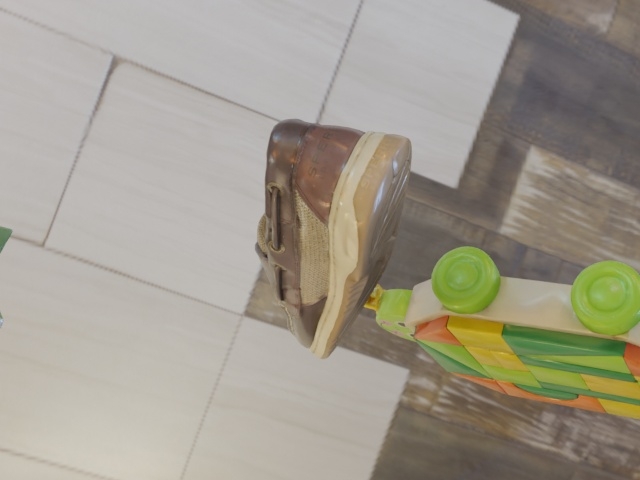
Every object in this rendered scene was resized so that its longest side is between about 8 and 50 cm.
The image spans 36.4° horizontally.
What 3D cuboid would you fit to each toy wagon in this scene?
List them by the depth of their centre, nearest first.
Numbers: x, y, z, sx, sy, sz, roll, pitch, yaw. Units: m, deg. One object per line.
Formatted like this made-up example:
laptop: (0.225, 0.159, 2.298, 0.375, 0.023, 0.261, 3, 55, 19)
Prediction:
toy wagon: (0.185, 0.091, 0.890, 0.267, 0.344, 0.068, 45, 57, -54)

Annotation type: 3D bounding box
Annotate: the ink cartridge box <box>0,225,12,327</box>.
ink cartridge box: (-0.340, 0.079, 0.813, 0.109, 0.062, 0.209, 18, 110, -42)

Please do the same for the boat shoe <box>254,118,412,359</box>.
boat shoe: (0.000, 0.000, 0.703, 0.092, 0.285, 0.103, 28, 68, 9)
